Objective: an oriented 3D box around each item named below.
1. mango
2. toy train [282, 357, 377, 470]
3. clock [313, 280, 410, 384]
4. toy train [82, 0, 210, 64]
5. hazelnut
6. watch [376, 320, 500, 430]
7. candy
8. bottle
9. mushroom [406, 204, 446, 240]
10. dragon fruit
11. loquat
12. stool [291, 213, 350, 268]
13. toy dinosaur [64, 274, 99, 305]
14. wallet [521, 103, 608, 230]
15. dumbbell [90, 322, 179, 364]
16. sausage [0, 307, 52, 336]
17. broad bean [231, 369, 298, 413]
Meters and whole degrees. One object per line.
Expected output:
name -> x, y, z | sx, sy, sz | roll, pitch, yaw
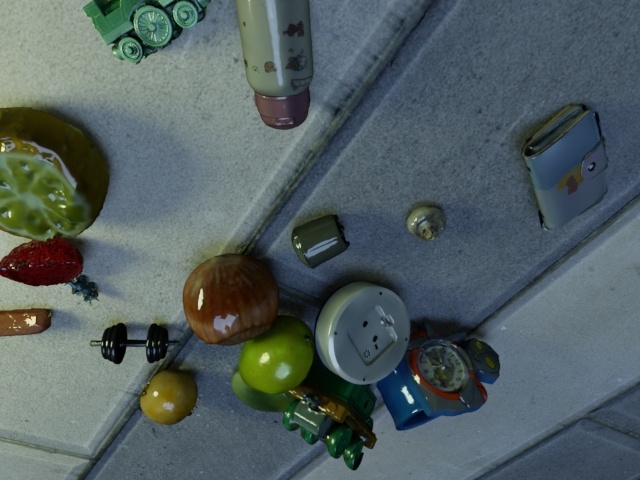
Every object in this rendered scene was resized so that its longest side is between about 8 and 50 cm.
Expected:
mango -> -0.112, 0.271, 1.146 | 0.149, 0.186, 0.273 | 28, 159, -16
toy train -> 0.052, 0.440, 1.281 | 0.178, 0.249, 0.429 | 18, 155, 30
clock -> 0.101, 0.214, 1.112 | 0.230, 0.083, 0.231 | -4, 97, -31
toy train -> -0.254, -0.344, 0.715 | 0.178, 0.071, 0.105 | -25, 116, 16
hazelnut -> -0.194, 0.124, 1.037 | 0.214, 0.176, 0.215 | -8, 109, -25
watch -> 0.313, 0.371, 1.273 | 0.304, 0.242, 0.275 | -8, 143, -24
candy -> -0.515, -0.109, 0.851 | 0.259, 0.118, 0.260 | -1, 131, -2
bottle -> -0.066, -0.289, 0.748 | 0.109, 0.110, 0.234 | -5, 130, -1
mushroom -> 0.227, -0.029, 1.004 | 0.085, 0.079, 0.085 | -5, 127, -7
dragon fruit -> -0.572, 0.045, 1.002 | 0.162, 0.083, 0.106 | -10, 151, -11
loquat -> -0.403, 0.419, 1.277 | 0.163, 0.137, 0.163 | -8, 121, -15
stool -> 0.000, 0.000, 1.000 | 0.110, 0.096, 0.096 | -25, 127, 8
toy dinosaur -> -0.534, 0.111, 1.072 | 0.030, 0.047, 0.083 | -24, 128, 16
wallet -> 0.485, -0.140, 0.944 | 0.170, 0.069, 0.231 | -37, 129, 1
dumbbell -> -0.450, 0.250, 1.158 | 0.208, 0.099, 0.099 | 1, 129, -6
sausage -> -0.708, 0.191, 1.116 | 0.169, 0.065, 0.065 | -3, 129, -4
broad bean -> -0.134, 0.412, 1.323 | 0.227, 0.100, 0.170 | 1, 123, -3
